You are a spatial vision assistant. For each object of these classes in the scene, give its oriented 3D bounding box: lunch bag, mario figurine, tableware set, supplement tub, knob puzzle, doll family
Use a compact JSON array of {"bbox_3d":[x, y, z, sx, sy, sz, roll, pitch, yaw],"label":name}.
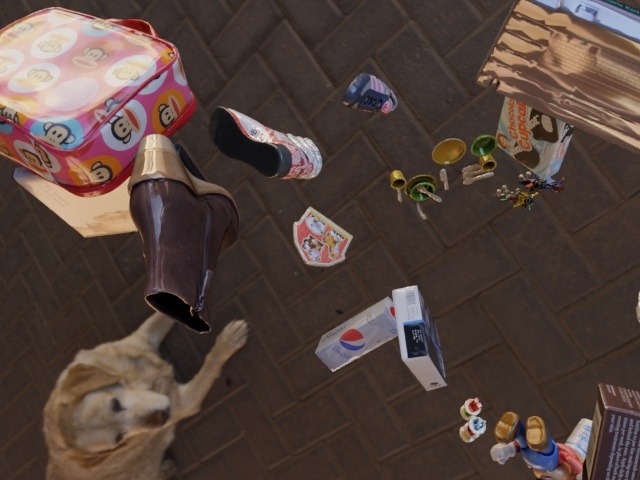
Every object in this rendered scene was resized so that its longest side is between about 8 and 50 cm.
[{"bbox_3d":[-0.324,-0.210,0.761,0.293,0.258,0.120,26,153,23],"label":"lunch bag"},{"bbox_3d":[0.565,0.573,1.436,0.170,0.320,0.198,-43,30,2],"label":"mario figurine"},{"bbox_3d":[0.175,-0.098,0.804,0.154,0.104,0.024,-14,51,8],"label":"tableware set"},{"bbox_3d":[0.753,0.574,1.628,0.071,0.107,0.071,37,156,19],"label":"supplement tub"},{"bbox_3d":[0.000,0.000,1.743,0.213,0.213,0.030,58,141,13],"label":"knob puzzle"},{"bbox_3d":[0.613,-0.146,1.644,0.193,0.111,0.076,-35,109,5],"label":"doll family"}]

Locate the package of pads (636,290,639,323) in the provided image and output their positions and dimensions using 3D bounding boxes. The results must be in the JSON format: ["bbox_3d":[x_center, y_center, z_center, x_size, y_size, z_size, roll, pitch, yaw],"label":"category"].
[{"bbox_3d":[0.973,0.228,1.468,0.229,0.296,0.101,-10,48,40],"label":"package of pads"}]

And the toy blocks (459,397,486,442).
[{"bbox_3d":[0.473,0.541,1.743,0.054,0.123,0.148,10,147,2],"label":"toy blocks"}]

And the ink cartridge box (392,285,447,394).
[{"bbox_3d":[0.242,0.245,1.337,0.065,0.332,0.165,-13,60,13],"label":"ink cartridge box"}]

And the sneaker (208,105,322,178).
[{"bbox_3d":[-0.116,-0.204,1.210,0.270,0.145,0.090,36,116,36],"label":"sneaker"}]

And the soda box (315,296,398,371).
[{"bbox_3d":[0.122,0.293,1.759,0.286,0.098,0.091,-35,103,28],"label":"soda box"}]

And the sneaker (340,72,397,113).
[{"bbox_3d":[0.169,-0.462,1.828,0.131,0.319,0.112,39,119,7],"label":"sneaker"}]

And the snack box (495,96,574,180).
[{"bbox_3d":[0.555,-0.323,1.447,0.187,0.060,0.321,47,161,31],"label":"snack box"}]

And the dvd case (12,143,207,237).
[{"bbox_3d":[-0.287,-0.065,0.842,0.253,0.180,0.022,-6,61,11],"label":"dvd case"}]

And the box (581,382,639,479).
[{"bbox_3d":[0.689,0.401,1.010,0.382,0.143,0.191,10,100,21],"label":"box"}]

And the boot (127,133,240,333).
[{"bbox_3d":[-0.154,0.016,0.681,0.090,0.248,0.206,-15,63,7],"label":"boot"}]

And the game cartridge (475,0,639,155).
[{"bbox_3d":[0.436,-0.249,0.860,0.355,0.230,0.068,26,70,6],"label":"game cartridge"}]
